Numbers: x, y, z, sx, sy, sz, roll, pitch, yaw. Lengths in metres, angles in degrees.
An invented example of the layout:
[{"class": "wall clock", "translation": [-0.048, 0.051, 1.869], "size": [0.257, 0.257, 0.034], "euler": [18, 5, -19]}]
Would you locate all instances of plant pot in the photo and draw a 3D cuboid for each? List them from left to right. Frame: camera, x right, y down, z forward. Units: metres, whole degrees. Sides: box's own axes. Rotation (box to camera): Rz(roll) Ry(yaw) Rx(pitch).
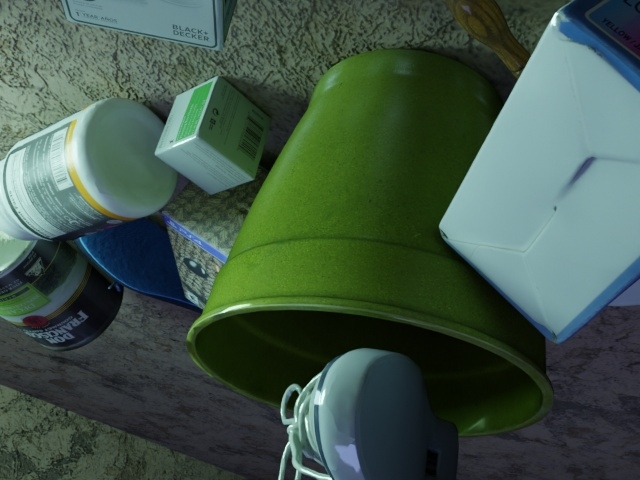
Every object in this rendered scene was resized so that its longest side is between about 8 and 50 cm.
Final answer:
[{"class": "plant pot", "translation": [0.076, -0.008, 0.844], "size": [0.367, 0.352, 0.366], "euler": [9, 153, 5]}]

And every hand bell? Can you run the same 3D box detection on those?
[{"class": "hand bell", "translation": [0.201, -0.183, 0.772], "size": [0.242, 0.126, 0.126], "euler": [41, 142, -23]}]

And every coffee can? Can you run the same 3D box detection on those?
[{"class": "coffee can", "translation": [-0.503, 0.050, 1.335], "size": [0.202, 0.201, 0.275], "euler": [1, 150, 19]}]

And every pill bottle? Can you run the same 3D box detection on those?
[{"class": "pill bottle", "translation": [-0.342, -0.087, 1.061], "size": [0.279, 0.162, 0.162], "euler": [-13, 144, 39]}]

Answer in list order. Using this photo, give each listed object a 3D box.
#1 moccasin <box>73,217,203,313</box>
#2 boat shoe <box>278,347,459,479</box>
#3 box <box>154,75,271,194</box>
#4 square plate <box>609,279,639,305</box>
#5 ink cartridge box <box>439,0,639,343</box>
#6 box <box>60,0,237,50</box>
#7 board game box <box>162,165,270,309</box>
[{"class": "moccasin", "translation": [-0.292, 0.056, 1.335], "size": [0.342, 0.137, 0.117], "euler": [37, 158, -31]}, {"class": "boat shoe", "translation": [0.026, 0.182, 0.721], "size": [0.157, 0.135, 0.367], "euler": [4, 161, 22]}, {"class": "box", "translation": [-0.134, -0.132, 0.962], "size": [0.087, 0.101, 0.102], "euler": [-15, 141, 41]}, {"class": "square plate", "translation": [0.472, 0.009, 1.053], "size": [0.344, 0.049, 0.347], "euler": [-8, 147, 33]}, {"class": "ink cartridge box", "translation": [0.309, -0.124, 0.600], "size": [0.151, 0.396, 0.270], "euler": [47, 155, 16]}, {"class": "box", "translation": [-0.158, -0.307, 0.658], "size": [0.169, 0.087, 0.290], "euler": [11, 153, 2]}, {"class": "board game box", "translation": [-0.086, 0.039, 1.134], "size": [0.232, 0.141, 0.291], "euler": [33, 155, 14]}]
